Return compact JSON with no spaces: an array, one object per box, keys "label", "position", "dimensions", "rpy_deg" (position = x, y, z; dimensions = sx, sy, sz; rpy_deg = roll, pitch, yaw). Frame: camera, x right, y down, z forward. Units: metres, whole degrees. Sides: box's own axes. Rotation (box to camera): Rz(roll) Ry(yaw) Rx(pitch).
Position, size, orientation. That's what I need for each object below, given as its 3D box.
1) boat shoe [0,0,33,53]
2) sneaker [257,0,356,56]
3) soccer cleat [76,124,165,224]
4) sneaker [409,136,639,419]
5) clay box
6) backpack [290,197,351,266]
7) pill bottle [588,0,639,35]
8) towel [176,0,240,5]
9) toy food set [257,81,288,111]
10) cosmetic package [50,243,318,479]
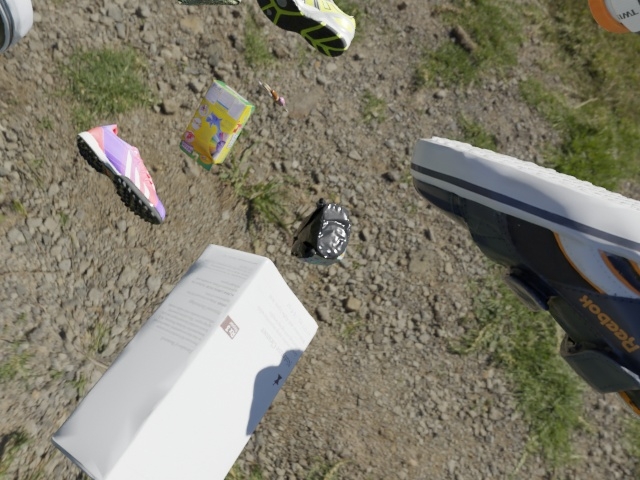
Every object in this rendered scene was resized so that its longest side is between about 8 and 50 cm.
[{"label":"boat shoe","position":[-0.417,-0.224,0.569],"dimensions":[0.121,0.335,0.119],"rpy_deg":[43,58,-25]},{"label":"sneaker","position":[-0.055,-0.770,1.723],"dimensions":[0.384,0.145,0.147],"rpy_deg":[36,62,-10]},{"label":"soccer cleat","position":[-0.484,-0.175,1.325],"dimensions":[0.318,0.109,0.116],"rpy_deg":[45,57,11]},{"label":"sneaker","position":[0.189,0.035,0.334],"dimensions":[0.321,0.128,0.126],"rpy_deg":[27,21,23]},{"label":"clay box","position":[-0.295,-0.318,1.458],"dimensions":[0.127,0.222,0.053],"rpy_deg":[39,21,9]},{"label":"backpack","position":[0.000,0.000,1.261],"dimensions":[0.115,0.182,0.152],"rpy_deg":[23,68,-16]},{"label":"pill bottle","position":[0.369,-0.268,0.486],"dimensions":[0.130,0.245,0.131],"rpy_deg":[-1,98,-10]},{"label":"towel","position":[-0.244,-0.570,1.157],"dimensions":[0.148,0.027,0.110],"rpy_deg":[2,74,6]},{"label":"toy food set","position":[-0.146,-0.465,1.663],"dimensions":[0.019,0.078,0.122],"rpy_deg":[-46,119,-2]},{"label":"cosmetic package","position":[-0.193,0.221,0.831],"dimensions":[0.385,0.156,0.217],"rpy_deg":[-58,138,-27]}]
